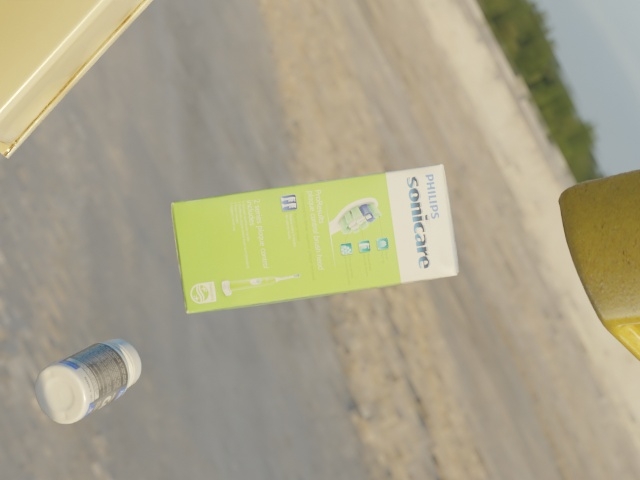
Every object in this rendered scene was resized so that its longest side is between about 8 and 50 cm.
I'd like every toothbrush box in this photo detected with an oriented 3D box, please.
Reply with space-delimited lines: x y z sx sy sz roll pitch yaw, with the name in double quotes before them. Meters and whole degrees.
"toothbrush box" 0.000 0.000 2.015 0.206 0.283 0.122 10 73 -85

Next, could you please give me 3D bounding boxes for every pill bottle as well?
"pill bottle" -0.286 0.172 2.367 0.137 0.078 0.078 -27 90 -59

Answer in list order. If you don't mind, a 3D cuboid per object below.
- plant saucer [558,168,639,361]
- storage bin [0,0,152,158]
"plant saucer" 0.328 0.081 1.126 0.333 0.081 0.333 42 -25 -18
"storage bin" -0.305 -0.262 1.751 0.260 0.262 0.123 43 1 2
